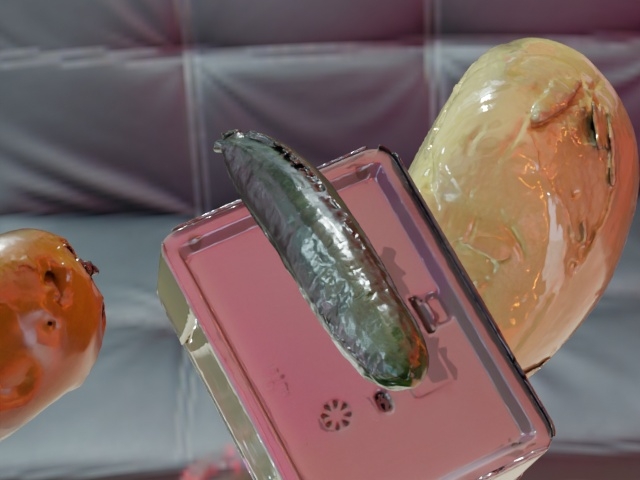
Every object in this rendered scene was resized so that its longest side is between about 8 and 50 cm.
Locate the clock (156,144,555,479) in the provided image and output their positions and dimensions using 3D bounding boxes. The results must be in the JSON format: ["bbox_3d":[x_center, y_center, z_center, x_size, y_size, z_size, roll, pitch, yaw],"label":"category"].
[{"bbox_3d":[0.013,0.063,0.998,0.147,0.071,0.192,-24,73,-18],"label":"clock"}]

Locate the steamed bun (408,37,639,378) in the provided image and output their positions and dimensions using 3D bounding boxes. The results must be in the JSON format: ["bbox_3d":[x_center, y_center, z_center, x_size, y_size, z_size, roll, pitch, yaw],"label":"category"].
[{"bbox_3d":[0.124,0.009,1.321,0.166,0.273,0.232,27,24,-1],"label":"steamed bun"}]

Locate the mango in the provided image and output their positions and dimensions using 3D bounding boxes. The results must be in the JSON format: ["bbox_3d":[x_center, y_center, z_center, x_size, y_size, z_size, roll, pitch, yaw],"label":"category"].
[{"bbox_3d":[-0.271,0.080,1.355,0.249,0.156,0.151,-20,69,15],"label":"mango"}]

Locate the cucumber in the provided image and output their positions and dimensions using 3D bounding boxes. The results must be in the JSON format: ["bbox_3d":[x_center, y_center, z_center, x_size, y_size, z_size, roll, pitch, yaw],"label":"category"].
[{"bbox_3d":[0.000,0.000,0.709,0.033,0.036,0.184,12,24,-27],"label":"cucumber"}]
